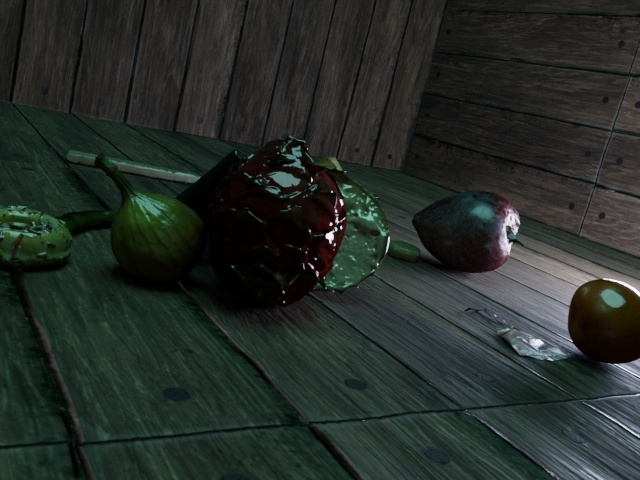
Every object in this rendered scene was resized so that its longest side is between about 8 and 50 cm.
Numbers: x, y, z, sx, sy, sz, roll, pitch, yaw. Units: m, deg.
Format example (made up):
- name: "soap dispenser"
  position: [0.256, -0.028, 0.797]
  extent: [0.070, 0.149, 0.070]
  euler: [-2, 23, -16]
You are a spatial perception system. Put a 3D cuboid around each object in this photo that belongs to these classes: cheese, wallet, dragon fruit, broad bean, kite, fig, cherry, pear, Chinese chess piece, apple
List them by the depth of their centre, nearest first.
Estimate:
- name: "fig"
  position: [-0.295, -0.021, 1.060]
  extent: [0.231, 0.143, 0.160]
  euler: [34, 2, -39]
- name: "dragon fruit"
  position: [-0.067, -0.032, 1.089]
  extent: [0.245, 0.298, 0.244]
  euler: [13, -16, 4]
- name: "wallet"
  position: [-0.212, -0.066, 1.218]
  extent: [0.044, 0.250, 0.149]
  euler: [56, 11, 23]
- name: "apple"
  position: [0.541, 0.151, 1.221]
  extent: [0.139, 0.163, 0.163]
  euler: [4, 11, 10]
- name: "broad bean"
  position: [-0.453, -0.035, 1.251]
  extent: [0.069, 0.039, 0.227]
  euler: [23, 14, 15]
- name: "kite"
  position: [0.362, 0.174, 1.259]
  extent: [0.127, 0.016, 0.229]
  euler: [10, 13, -31]
- name: "pear"
  position: [0.001, 0.002, 1.303]
  extent: [0.267, 0.266, 0.178]
  euler: [15, -19, 4]
- name: "Chinese chess piece"
  position: [0.218, 0.029, 1.702]
  extent: [0.084, 0.034, 0.084]
  euler: [14, 14, -4]
- name: "cherry"
  position: [0.384, -0.026, 1.705]
  extent: [0.300, 0.203, 0.230]
  euler: [9, 46, 26]
- name: "cheese"
  position: [-0.550, -0.217, 1.965]
  extent: [0.401, 0.034, 0.085]
  euler: [10, 13, -16]

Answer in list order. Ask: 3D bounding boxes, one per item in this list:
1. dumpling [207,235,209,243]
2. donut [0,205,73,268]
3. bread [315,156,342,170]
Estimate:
- name: "dumpling"
  position: [-0.243, -0.035, 1.384]
  extent: [0.105, 0.149, 0.216]
  euler: [50, 7, -21]
- name: "donut"
  position: [-0.480, -0.009, 1.037]
  extent: [0.175, 0.068, 0.174]
  euler: [14, 12, -3]
- name: "bread"
  position: [-0.050, -0.086, 1.490]
  extent: [0.111, 0.246, 0.239]
  euler: [58, 7, -4]
